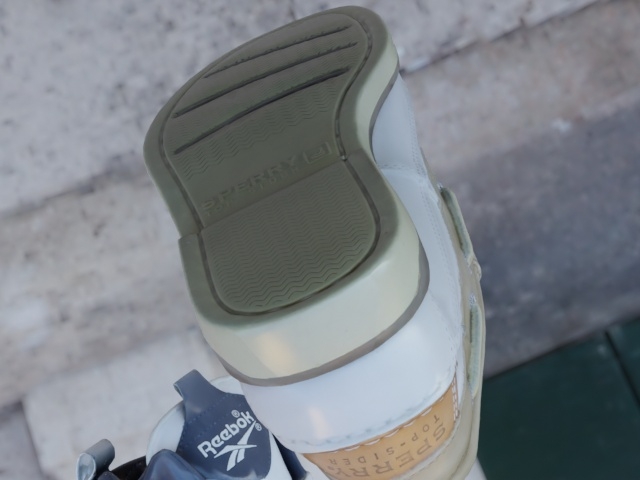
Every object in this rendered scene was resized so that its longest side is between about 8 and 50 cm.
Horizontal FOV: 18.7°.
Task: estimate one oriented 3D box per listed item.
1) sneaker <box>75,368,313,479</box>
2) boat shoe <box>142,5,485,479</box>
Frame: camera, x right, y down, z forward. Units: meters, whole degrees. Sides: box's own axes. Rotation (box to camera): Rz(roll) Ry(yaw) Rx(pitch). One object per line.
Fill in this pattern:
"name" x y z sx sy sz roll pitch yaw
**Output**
"sneaker" -0.016 0.131 0.871 0.235 0.153 0.094 -3 -164 36
"boat shoe" 0.000 0.000 0.761 0.113 0.302 0.103 -22 115 10
